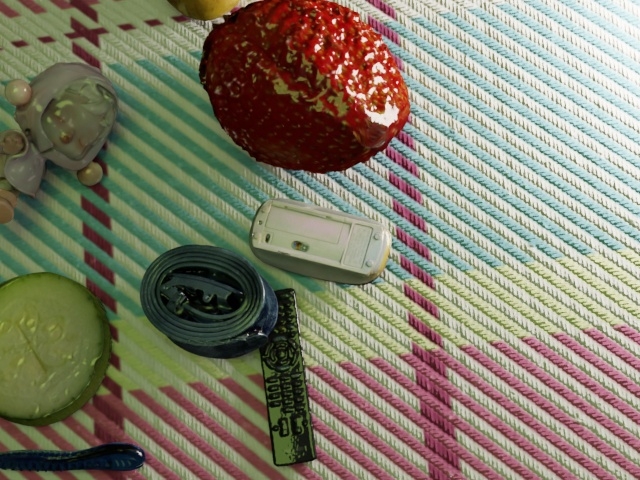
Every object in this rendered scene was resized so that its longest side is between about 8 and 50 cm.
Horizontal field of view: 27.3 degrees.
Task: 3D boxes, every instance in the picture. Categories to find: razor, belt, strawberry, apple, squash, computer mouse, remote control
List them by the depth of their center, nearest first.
[{"bbox_3d":[-0.397,0.304,1.787,0.324,0.093,0.056,-9,36,0],"label":"razor"},{"bbox_3d":[-0.048,0.184,1.793,0.063,0.025,0.245,-9,72,5],"label":"remote control"},{"bbox_3d":[-0.015,-0.205,1.794,0.250,0.238,0.288,-45,48,3],"label":"strawberry"},{"bbox_3d":[-0.148,0.085,1.798,0.190,0.082,0.141,13,75,22],"label":"belt"},{"bbox_3d":[0.000,0.000,1.834,0.199,0.045,0.102,13,76,10],"label":"computer mouse"},{"bbox_3d":[-0.399,0.149,1.845,0.219,0.041,0.219,-4,69,9],"label":"squash"},{"bbox_3d":[-0.175,-0.401,1.938,0.146,0.146,0.146,-2,72,6],"label":"apple"}]

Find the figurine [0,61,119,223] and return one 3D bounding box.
[{"bbox_3d":[-0.399,-0.145,1.878,0.276,0.200,0.133,-46,34,-13],"label":"figurine"}]
